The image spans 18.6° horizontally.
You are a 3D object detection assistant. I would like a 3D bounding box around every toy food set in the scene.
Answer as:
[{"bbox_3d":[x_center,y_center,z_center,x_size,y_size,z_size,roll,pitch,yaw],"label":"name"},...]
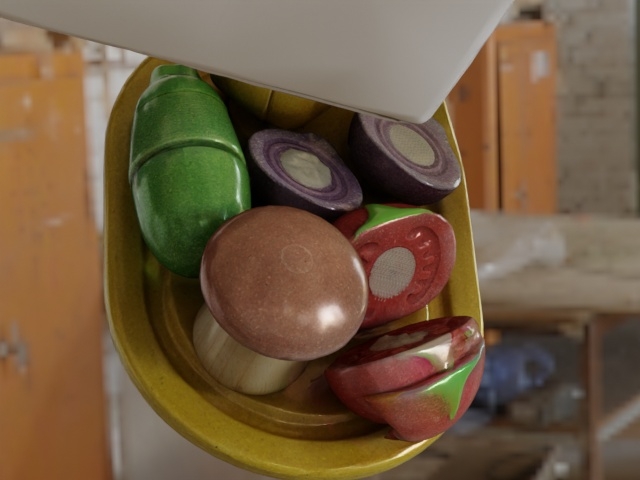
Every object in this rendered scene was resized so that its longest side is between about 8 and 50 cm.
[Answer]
[{"bbox_3d":[0.000,0.000,0.616,0.128,0.218,0.071,4,-33,-15],"label":"toy food set"}]

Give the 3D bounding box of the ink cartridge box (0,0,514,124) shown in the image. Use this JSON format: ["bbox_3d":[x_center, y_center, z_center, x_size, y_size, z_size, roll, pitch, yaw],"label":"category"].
[{"bbox_3d":[0.013,-0.166,0.341,0.100,0.237,0.172,15,-31,-12],"label":"ink cartridge box"}]
